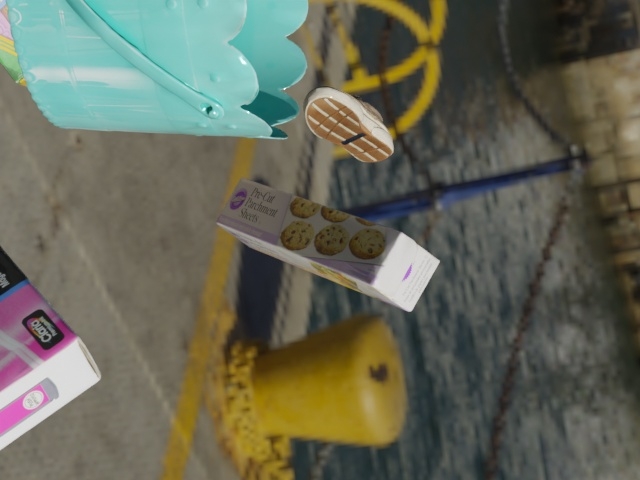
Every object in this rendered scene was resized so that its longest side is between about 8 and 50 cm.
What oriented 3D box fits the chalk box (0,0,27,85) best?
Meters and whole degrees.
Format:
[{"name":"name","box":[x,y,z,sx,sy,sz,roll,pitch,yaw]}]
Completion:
[{"name":"chalk box","box":[-0.333,-0.288,1.650,0.213,0.132,0.132,53,0,-4]}]

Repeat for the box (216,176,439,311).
[{"name":"box","box":[0.000,0.000,1.644,0.063,0.324,0.067,36,82,-34]}]

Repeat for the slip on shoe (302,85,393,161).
[{"name":"slip on shoe","box":[0.025,-0.115,1.403,0.135,0.051,0.041,30,47,-52]}]

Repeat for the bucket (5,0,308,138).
[{"name":"bucket","box":[-0.121,-0.210,1.190,0.281,0.183,0.281,-2,90,-81]}]

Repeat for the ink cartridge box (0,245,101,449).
[{"name":"ink cartridge box","box":[-0.374,0.152,1.227,0.176,0.371,0.069,41,-19,40]}]
